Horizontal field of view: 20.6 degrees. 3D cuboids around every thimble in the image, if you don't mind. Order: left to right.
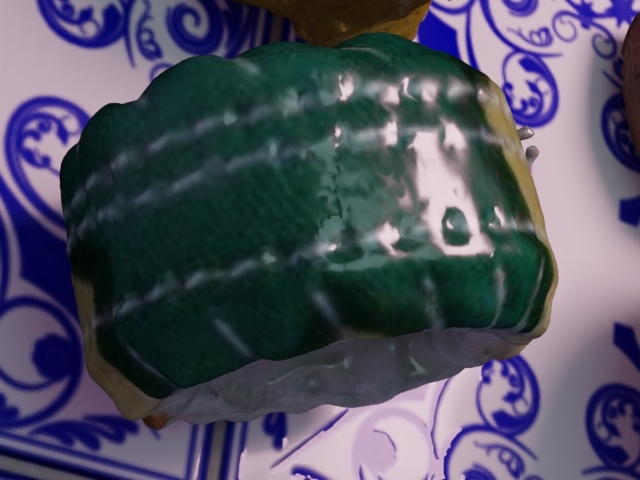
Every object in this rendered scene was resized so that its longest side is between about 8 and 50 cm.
[{"bbox_3d":[0.000,0.000,0.982,0.288,0.254,0.167,-2,73,-39],"label":"thimble"}]

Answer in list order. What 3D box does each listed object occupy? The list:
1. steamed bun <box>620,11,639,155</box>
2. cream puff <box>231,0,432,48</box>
[{"bbox_3d":[0.297,-0.091,1.295,0.145,0.106,0.175,-3,59,-26],"label":"steamed bun"},{"bbox_3d":[0.018,-0.241,1.112,0.196,0.244,0.244,4,69,-44],"label":"cream puff"}]
